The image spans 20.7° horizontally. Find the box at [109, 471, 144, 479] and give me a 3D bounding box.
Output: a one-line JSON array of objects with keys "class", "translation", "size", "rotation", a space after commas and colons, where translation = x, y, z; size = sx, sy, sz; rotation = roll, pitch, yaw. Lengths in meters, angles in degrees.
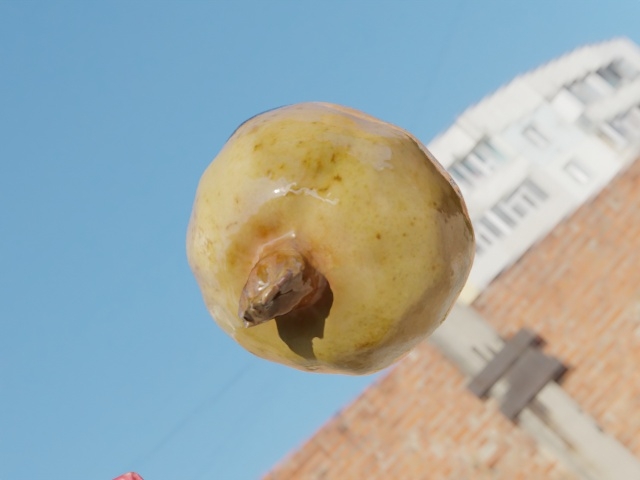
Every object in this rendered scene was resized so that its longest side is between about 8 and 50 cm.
[{"class": "box", "translation": [-0.146, 0.358, 0.865], "size": [0.314, 0.300, 0.312], "rotation": [-23, -49, -8]}]

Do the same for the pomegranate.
[{"class": "pomegranate", "translation": [0.006, -0.004, 1.240], "size": [0.207, 0.207, 0.207], "rotation": [-40, -21, -19]}]
